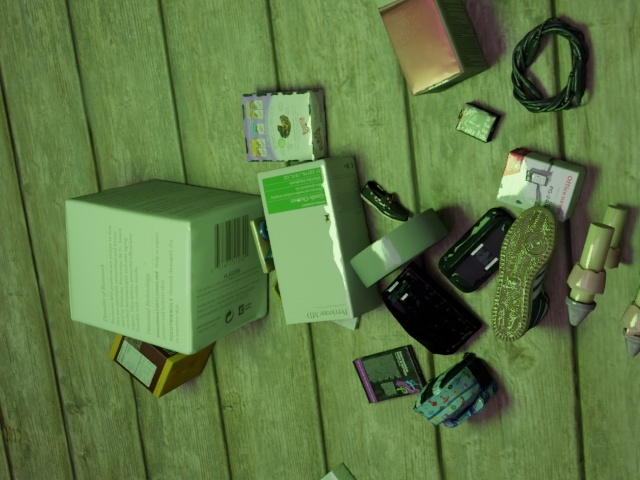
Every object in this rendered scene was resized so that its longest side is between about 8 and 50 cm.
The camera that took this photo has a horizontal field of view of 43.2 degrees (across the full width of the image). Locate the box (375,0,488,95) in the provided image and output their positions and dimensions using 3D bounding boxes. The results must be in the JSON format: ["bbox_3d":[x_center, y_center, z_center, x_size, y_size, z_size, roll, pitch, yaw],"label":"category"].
[{"bbox_3d":[0.227,-0.429,1.658,0.127,0.149,0.232,-21,90,34],"label":"box"}]

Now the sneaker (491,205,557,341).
[{"bbox_3d":[0.433,0.066,1.677,0.099,0.153,0.282,18,99,28],"label":"sneaker"}]

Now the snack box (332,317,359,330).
[{"bbox_3d":[0.018,0.161,2.011,0.178,0.022,0.064,21,112,25],"label":"snack box"}]

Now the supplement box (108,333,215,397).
[{"bbox_3d":[-0.432,0.294,2.214,0.194,0.191,0.129,35,118,18],"label":"supplement box"}]

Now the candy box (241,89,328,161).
[{"bbox_3d":[-0.086,-0.273,1.933,0.196,0.070,0.164,4,104,31],"label":"candy box"}]

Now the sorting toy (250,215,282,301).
[{"bbox_3d":[-0.101,0.008,1.977,0.046,0.132,0.274,-11,97,31],"label":"sorting toy"}]

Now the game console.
[{"bbox_3d":[0.312,0.088,1.793,0.213,0.044,0.361,43,115,2],"label":"game console"}]

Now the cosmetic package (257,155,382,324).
[{"bbox_3d":[0.000,0.000,1.892,0.197,0.155,0.365,-10,92,31],"label":"cosmetic package"}]

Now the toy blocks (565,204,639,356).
[{"bbox_3d":[0.620,0.111,1.484,0.309,0.289,0.260,18,107,23],"label":"toy blocks"}]

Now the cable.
[{"bbox_3d":[0.454,-0.349,1.611,0.151,0.047,0.184,6,108,35],"label":"cable"}]

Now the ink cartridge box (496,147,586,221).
[{"bbox_3d":[0.452,-0.115,1.654,0.151,0.063,0.109,21,112,25],"label":"ink cartridge box"}]

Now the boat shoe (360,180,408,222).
[{"bbox_3d":[0.150,-0.088,1.851,0.133,0.049,0.042,39,127,22],"label":"boat shoe"}]

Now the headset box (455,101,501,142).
[{"bbox_3d":[0.330,-0.252,1.711,0.083,0.032,0.062,29,115,23],"label":"headset box"}]

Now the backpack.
[{"bbox_3d":[0.295,0.349,1.803,0.158,0.173,0.117,-44,79,31],"label":"backpack"}]

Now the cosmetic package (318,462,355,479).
[{"bbox_3d":[0.002,0.691,2.134,0.099,0.060,0.239,52,122,12],"label":"cosmetic package"}]

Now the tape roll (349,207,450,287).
[{"bbox_3d":[0.172,0.017,1.764,0.219,0.219,0.072,-37,84,32],"label":"tape roll"}]

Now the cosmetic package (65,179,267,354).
[{"bbox_3d":[-0.379,0.047,2.038,0.394,0.329,0.327,11,108,29],"label":"cosmetic package"}]

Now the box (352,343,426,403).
[{"bbox_3d":[0.168,0.325,1.960,0.162,0.029,0.116,-20,92,34],"label":"box"}]
